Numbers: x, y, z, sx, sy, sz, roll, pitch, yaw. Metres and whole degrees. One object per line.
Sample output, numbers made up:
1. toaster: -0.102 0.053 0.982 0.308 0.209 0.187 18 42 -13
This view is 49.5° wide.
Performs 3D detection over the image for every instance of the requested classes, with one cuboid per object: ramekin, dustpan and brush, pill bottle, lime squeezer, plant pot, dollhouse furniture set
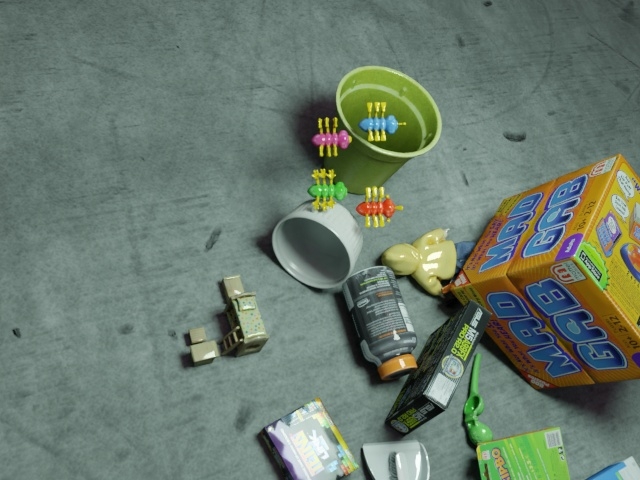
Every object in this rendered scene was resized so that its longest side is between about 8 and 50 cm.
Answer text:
1. ramekin: 0.000 0.000 1.620 0.207 0.207 0.109 36 45 2
2. dustpan and brush: 0.178 0.525 1.467 0.147 0.060 0.211 2 61 -20
3. pill bottle: 0.143 0.194 1.601 0.130 0.130 0.246 -7 64 -24
4. lime squeezer: 0.383 0.409 1.613 0.109 0.059 0.311 -3 62 -22
5. plant pot: 0.129 -0.256 1.777 0.275 0.254 0.276 10 58 -16
6. dollhouse furniture set: -0.219 0.158 1.503 0.160 0.101 0.182 -10 66 -25

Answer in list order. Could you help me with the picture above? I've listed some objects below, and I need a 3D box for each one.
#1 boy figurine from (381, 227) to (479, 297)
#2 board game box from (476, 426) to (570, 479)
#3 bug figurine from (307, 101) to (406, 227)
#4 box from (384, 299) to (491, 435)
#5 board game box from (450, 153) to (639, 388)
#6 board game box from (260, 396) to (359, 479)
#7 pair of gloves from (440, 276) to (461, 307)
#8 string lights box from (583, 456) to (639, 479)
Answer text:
1. boy figurine: 0.288 0.058 1.755 0.285 0.092 0.178 -1 88 -18
2. board game box: 0.451 0.503 1.563 0.259 0.039 0.124 -1 77 -32
3. bug figurine: 0.081 -0.168 1.563 0.216 0.072 0.279 3 88 -1
4. box: 0.261 0.283 1.543 0.060 0.216 0.270 34 55 3
5. board game box: 0.606 0.086 1.643 0.356 0.356 0.356 48 55 -13
6. board game box: -0.023 0.436 1.451 0.141 0.048 0.170 -23 72 -31
7. pair of gloves: 0.340 0.129 1.744 0.074 0.083 0.010 -26 35 -9
8. string lights box: 0.641 0.610 1.582 0.259 0.077 0.133 -15 68 -27
